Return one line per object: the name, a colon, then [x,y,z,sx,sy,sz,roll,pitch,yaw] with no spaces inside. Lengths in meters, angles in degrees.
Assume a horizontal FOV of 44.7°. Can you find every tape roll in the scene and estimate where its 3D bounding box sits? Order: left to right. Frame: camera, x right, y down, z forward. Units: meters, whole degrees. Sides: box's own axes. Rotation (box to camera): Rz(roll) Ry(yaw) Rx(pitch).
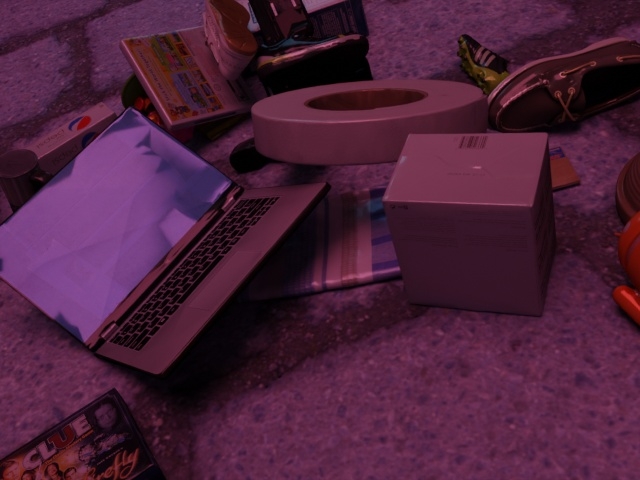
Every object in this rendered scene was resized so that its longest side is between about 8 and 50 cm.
tape roll: [0.079,-0.205,1.299,0.391,0.072,0.392,-4,19,1]

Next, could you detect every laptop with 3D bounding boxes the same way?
laptop: [-0.271,-0.028,1.205,0.382,0.236,0.407,-50,26,-24]

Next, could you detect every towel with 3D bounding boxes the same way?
towel: [-0.258,-0.280,1.668,0.102,0.021,0.237,-35,43,-22]
towel: [0.000,0.000,1.255,0.284,0.034,0.209,-10,43,12]

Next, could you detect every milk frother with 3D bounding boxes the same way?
milk frother: [-0.543,-0.119,1.516,0.129,0.135,0.143,3,46,5]

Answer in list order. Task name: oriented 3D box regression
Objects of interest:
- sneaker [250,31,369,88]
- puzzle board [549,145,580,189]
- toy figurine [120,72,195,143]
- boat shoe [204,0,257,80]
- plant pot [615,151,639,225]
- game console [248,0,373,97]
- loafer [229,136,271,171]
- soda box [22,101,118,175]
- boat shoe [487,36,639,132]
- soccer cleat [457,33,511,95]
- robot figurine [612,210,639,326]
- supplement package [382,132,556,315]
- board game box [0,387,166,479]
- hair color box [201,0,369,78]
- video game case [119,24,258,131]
sneaker: [-0.024,-0.378,1.522,0.234,0.084,0.097,-14,65,2]
puzzle board: [0.339,-0.105,1.250,0.128,0.011,0.096,-14,40,6]
toy figurine: [-0.327,-0.245,1.595,0.173,0.130,0.159,-51,58,23]
boat shoe: [-0.199,-0.420,1.589,0.098,0.096,0.277,15,34,-24]
plant pot: [0.538,-0.096,1.087,0.237,0.110,0.237,-11,41,10]
game console: [-0.046,-0.424,1.614,0.213,0.044,0.361,-21,67,-2]
loafer: [-0.090,-0.183,1.467,0.170,0.062,0.061,-12,37,7]
soda box: [-0.527,-0.203,1.653,0.216,0.069,0.074,-37,44,-17]
boat shoe: [0.419,-0.252,1.300,0.304,0.109,0.091,-23,38,-7]
soccer cleat: [0.313,-0.335,1.477,0.072,0.060,0.179,-14,47,-7]
robot figurine: [0.453,0.037,0.963,0.128,0.158,0.219,-4,42,-13]
supplement package: [0.212,-0.025,1.068,0.194,0.203,0.149,4,46,24]
board game box: [-0.348,0.324,1.037,0.243,0.042,0.165,-33,43,-14]
hair color box: [-0.082,-0.489,1.754,0.347,0.105,0.174,-18,43,2]
video game case: [-0.266,-0.335,1.580,0.206,0.026,0.227,-21,70,-34]
